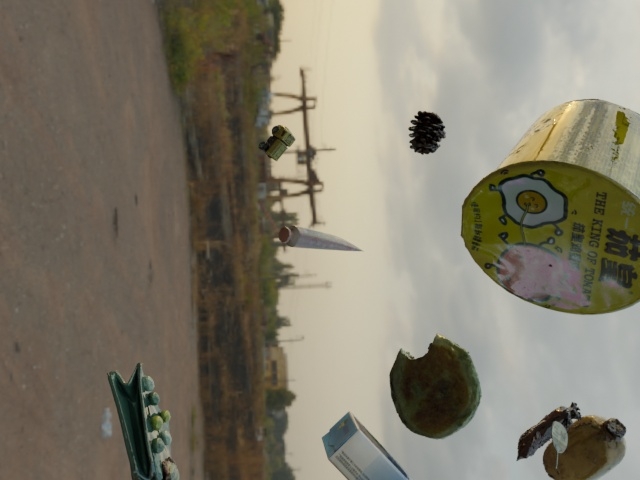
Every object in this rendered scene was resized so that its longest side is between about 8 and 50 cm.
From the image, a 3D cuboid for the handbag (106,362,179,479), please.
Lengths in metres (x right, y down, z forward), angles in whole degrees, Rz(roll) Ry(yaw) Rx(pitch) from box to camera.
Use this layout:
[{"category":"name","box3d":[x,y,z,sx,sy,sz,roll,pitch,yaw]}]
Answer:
[{"category":"handbag","box3d":[-0.379,0.440,1.561,0.268,0.100,0.274,89,-19,-47]}]

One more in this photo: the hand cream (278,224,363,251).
[{"category":"hand cream","box3d":[0.000,0.000,1.425,0.067,0.210,0.043,29,-76,43]}]

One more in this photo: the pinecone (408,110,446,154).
[{"category":"pinecone","box3d":[0.200,-0.205,1.334,0.083,0.077,0.077,-58,177,-14]}]

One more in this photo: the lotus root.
[{"category":"lotus root","box3d":[0.759,0.596,1.997,0.146,0.160,0.284,-38,165,-52]}]

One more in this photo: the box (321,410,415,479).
[{"category":"box","box3d":[0.096,0.387,1.155,0.194,0.073,0.139,47,-4,-1]}]

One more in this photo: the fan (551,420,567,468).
[{"category":"fan","box3d":[0.434,0.367,1.264,0.003,0.060,0.080,-14,-104,44]}]

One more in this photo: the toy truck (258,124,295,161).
[{"category":"toy truck","box3d":[-0.102,-0.238,1.701,0.054,0.083,0.049,38,-1,42]}]

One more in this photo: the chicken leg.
[{"category":"chicken leg","box3d":[0.603,0.510,1.870,0.063,0.234,0.105,52,-4,20]}]

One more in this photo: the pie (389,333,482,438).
[{"category":"pie","box3d":[0.328,0.423,2.022,0.067,0.303,0.302,23,58,-54]}]

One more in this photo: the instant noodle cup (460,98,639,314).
[{"category":"instant noodle cup","box3d":[0.433,-0.072,1.188,0.254,0.326,0.325,-54,160,-36]}]
